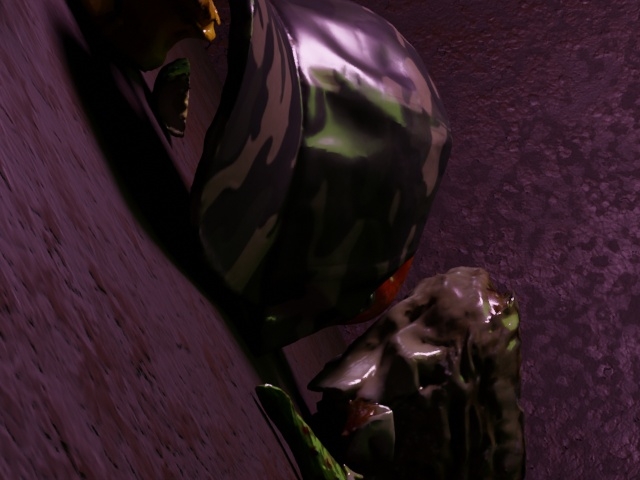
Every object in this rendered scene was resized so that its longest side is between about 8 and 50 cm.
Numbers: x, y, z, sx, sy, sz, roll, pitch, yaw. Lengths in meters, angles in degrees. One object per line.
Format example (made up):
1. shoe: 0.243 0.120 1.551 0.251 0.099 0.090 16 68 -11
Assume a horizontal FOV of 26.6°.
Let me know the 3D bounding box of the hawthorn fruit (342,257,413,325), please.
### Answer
1. hawthorn fruit: 0.000 0.000 1.304 0.189 0.189 0.189 64 1 -2

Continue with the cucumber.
1. cucumber: -0.146 -0.144 1.314 0.107 0.035 0.067 -112 -154 -70

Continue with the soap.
1. soap: -0.177 -0.267 1.193 0.204 0.096 0.324 63 1 0

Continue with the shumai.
1. shumai: 0.090 0.158 1.334 0.189 0.218 0.255 -172 -104 -73

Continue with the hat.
1. hat: 0.005 -0.108 1.054 0.381 0.257 0.366 130 -46 -74

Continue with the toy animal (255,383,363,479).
1. toy animal: 0.008 0.184 1.038 0.217 0.041 0.075 59 4 -15
